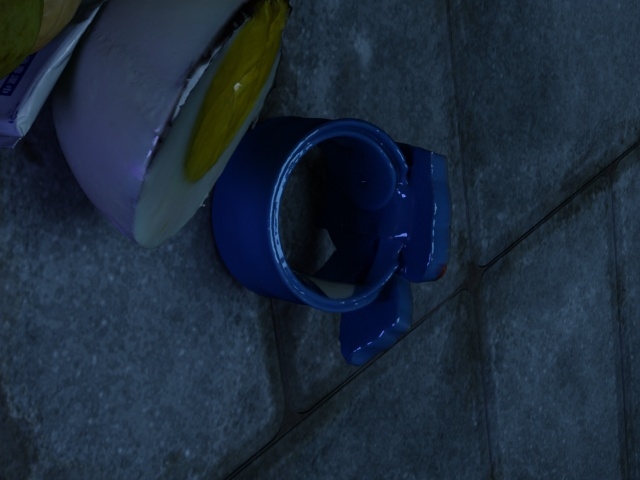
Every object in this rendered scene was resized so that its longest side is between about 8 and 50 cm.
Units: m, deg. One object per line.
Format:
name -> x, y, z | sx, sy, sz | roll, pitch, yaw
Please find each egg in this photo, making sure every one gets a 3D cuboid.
egg -> -0.181, -0.166, 1.708 | 0.337, 0.201, 0.337 | -59, 168, -20

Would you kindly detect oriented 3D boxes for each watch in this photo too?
watch -> 0.000, 0.000, 2.022 | 0.274, 0.241, 0.305 | 8, 88, -39

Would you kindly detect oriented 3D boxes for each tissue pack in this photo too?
tissue pack -> -0.298, -0.169, 1.608 | 0.026, 0.122, 0.193 | 47, 59, -42

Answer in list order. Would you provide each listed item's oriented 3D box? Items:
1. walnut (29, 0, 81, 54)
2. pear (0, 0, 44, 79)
walnut -> -0.299, -0.272, 1.556 | 0.159, 0.159, 0.207 | 37, 68, -52
pear -> -0.376, -0.249, 1.337 | 0.304, 0.304, 0.304 | -18, 112, -53
